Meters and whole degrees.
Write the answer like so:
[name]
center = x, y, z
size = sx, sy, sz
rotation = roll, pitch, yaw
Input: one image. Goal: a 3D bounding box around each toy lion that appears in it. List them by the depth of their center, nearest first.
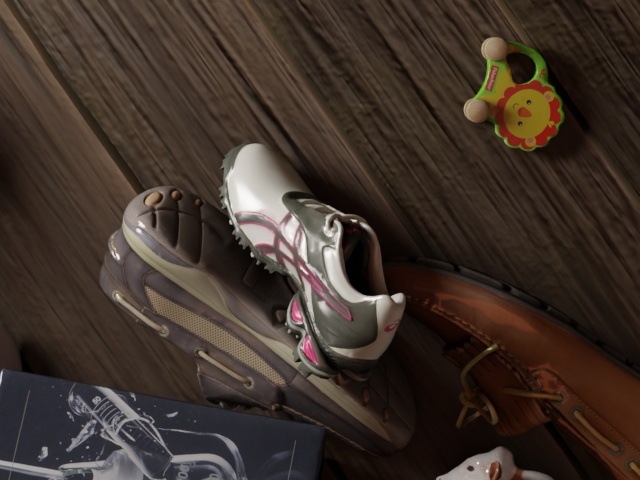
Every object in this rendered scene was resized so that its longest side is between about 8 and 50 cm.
[toy lion]
center = 0.194, -0.140, 1.680
size = 0.096, 0.034, 0.100
rotation = 15, 95, -4

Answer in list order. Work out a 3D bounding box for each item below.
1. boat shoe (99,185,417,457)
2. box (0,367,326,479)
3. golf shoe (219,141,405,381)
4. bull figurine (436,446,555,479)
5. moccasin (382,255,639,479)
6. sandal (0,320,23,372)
[boat shoe]
center = -0.063, 0.095, 1.686
size = 0.355, 0.132, 0.130
rotation = 40, 122, -2
[box]
center = -0.176, 0.325, 1.613
size = 0.312, 0.179, 0.343
rotation = 10, 74, 2
[golf shoe]
center = 0.000, 0.000, 1.625
size = 0.120, 0.105, 0.273
rotation = -50, 57, 37
[bull figurine]
center = 0.240, 0.328, 1.657
size = 0.310, 0.101, 0.188
rotation = 24, 88, -6
[moccasin]
center = 0.204, 0.140, 1.656
size = 0.380, 0.139, 0.147
rotation = 33, 88, -8
[sandal]
center = -0.415, 0.267, 1.720
size = 0.102, 0.169, 0.416
rotation = 15, 91, 44
